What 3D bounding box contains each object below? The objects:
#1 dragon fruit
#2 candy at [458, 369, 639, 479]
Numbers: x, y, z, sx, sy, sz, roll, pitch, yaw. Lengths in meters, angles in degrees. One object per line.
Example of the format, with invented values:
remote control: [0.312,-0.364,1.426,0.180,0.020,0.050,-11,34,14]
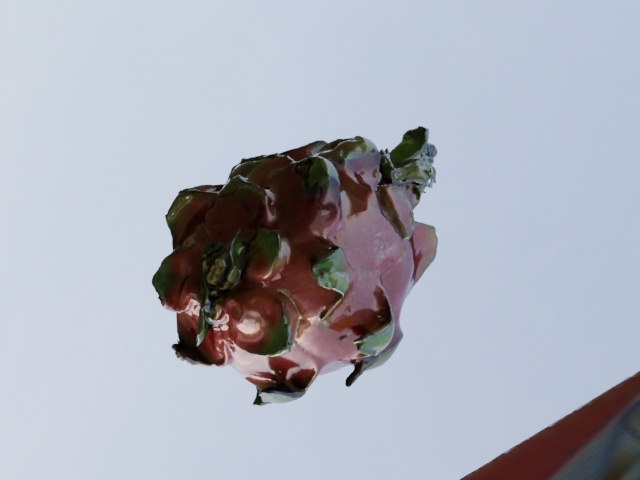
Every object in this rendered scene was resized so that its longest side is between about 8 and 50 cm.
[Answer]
dragon fruit: [-0.002,0.003,0.861,0.137,0.135,0.236,-14,-158,29]
candy: [0.151,0.103,0.458,0.306,0.100,0.157,-25,-153,-22]
